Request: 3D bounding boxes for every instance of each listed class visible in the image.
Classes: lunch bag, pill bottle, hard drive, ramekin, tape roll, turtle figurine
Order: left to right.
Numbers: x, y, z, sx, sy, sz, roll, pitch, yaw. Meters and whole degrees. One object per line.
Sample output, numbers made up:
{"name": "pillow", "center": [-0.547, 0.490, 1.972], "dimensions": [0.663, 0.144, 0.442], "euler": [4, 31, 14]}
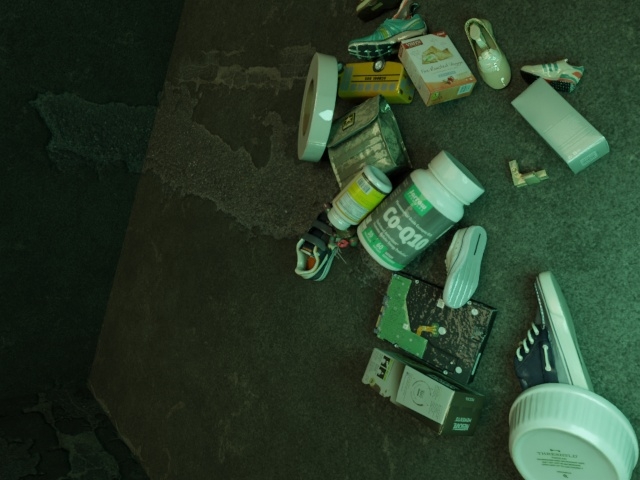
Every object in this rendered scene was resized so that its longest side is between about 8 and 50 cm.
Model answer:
{"name": "tape roll", "center": [-0.017, -0.486, 1.548], "dimensions": [0.392, 0.072, 0.391], "euler": [-173, 90, -78]}
{"name": "turtle figurine", "center": [0.096, -0.049, 1.476], "dimensions": [0.175, 0.118, 0.234], "euler": [-21, 66, -2]}
{"name": "pill bottle", "center": [0.120, -0.132, 1.339], "dimensions": [0.215, 0.117, 0.117], "euler": [-46, 58, 28]}
{"name": "lunch bag", "center": [0.151, -0.334, 1.446], "dimensions": [0.235, 0.169, 0.286], "euler": [-24, 80, 35]}
{"name": "pill bottle", "center": [0.302, -0.089, 1.282], "dimensions": [0.361, 0.204, 0.204], "euler": [-46, 58, 26]}
{"name": "hard drive", "center": [0.342, 0.257, 1.293], "dimensions": [0.339, 0.064, 0.236], "euler": [21, 97, 39]}
{"name": "ramekin", "center": [0.571, 0.484, 0.968], "dimensions": [0.273, 0.127, 0.272], "euler": [15, 117, 31]}

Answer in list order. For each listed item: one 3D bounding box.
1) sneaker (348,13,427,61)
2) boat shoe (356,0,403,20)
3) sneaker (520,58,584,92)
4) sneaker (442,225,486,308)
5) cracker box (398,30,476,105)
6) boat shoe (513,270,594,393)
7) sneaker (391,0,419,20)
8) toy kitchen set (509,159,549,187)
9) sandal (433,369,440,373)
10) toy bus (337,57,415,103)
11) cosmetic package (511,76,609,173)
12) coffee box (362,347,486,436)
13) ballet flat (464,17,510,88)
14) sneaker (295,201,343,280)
{"name": "sneaker", "center": [0.229, -0.707, 1.454], "dimensions": [0.276, 0.107, 0.109], "euler": [-12, 81, 6]}
{"name": "boat shoe", "center": [0.238, -0.908, 1.524], "dimensions": [0.258, 0.095, 0.095], "euler": [-3, 76, 40]}
{"name": "sneaker", "center": [0.643, -0.467, 1.157], "dimensions": [0.161, 0.057, 0.075], "euler": [36, 90, 39]}
{"name": "sneaker", "center": [0.412, 0.078, 1.227], "dimensions": [0.258, 0.094, 0.091], "euler": [-64, 18, -15]}
{"name": "cracker box", "center": [0.366, -0.550, 1.328], "dimensions": [0.156, 0.067, 0.232], "euler": [-17, 66, -8]}
{"name": "boat shoe", "center": [0.560, 0.258, 1.063], "dimensions": [0.158, 0.127, 0.340], "euler": [-19, 76, 34]}
{"name": "sneaker", "center": [0.296, -0.779, 1.480], "dimensions": [0.065, 0.061, 0.157], "euler": [33, 106, 30]}
{"name": "toy kitchen set", "center": [0.574, -0.199, 1.159], "dimensions": [0.083, 0.068, 0.075], "euler": [-18, 73, 37]}
{"name": "sandal", "center": [0.362, 0.485, 1.260], "dimensions": [0.072, 0.049, 0.180], "euler": [-27, 53, 38]}
{"name": "toy bus", "center": [0.178, -0.574, 1.517], "dimensions": [0.333, 0.108, 0.130], "euler": [16, 96, 40]}
{"name": "cosmetic package", "center": [0.625, -0.301, 1.095], "dimensions": [0.107, 0.127, 0.237], "euler": [-40, 63, 30]}
{"name": "coffee box", "center": [0.289, 0.429, 1.198], "dimensions": [0.297, 0.168, 0.118], "euler": [16, 84, 53]}
{"name": "ballet flat", "center": [0.500, -0.573, 1.265], "dimensions": [0.086, 0.086, 0.248], "euler": [-27, 68, 34]}
{"name": "sneaker", "center": [0.000, 0.000, 1.576], "dimensions": [0.126, 0.128, 0.320], "euler": [22, 96, 41]}
